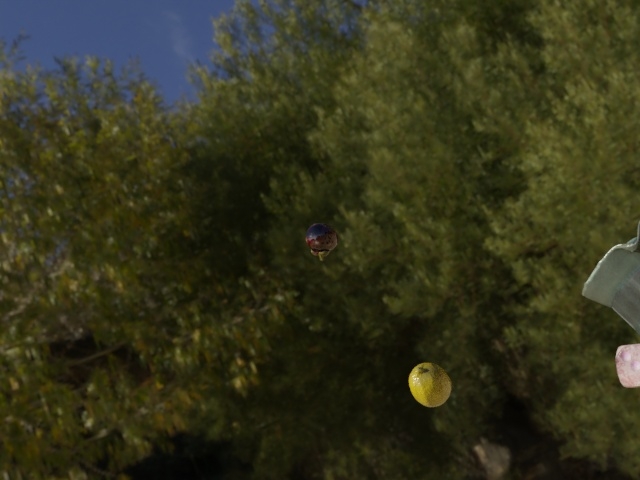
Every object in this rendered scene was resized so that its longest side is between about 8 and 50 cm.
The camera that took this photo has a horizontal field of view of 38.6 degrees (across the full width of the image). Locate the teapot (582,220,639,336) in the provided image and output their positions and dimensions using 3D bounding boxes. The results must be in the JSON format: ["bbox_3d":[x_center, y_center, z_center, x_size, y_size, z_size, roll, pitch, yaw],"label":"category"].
[{"bbox_3d":[0.404,0.084,0.955,0.171,0.225,0.203,-48,-25,10],"label":"teapot"}]

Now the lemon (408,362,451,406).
[{"bbox_3d":[0.218,0.287,1.824,0.082,0.082,0.111,-28,-45,6],"label":"lemon"}]

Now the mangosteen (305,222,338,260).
[{"bbox_3d":[0.001,-0.003,2.174,0.080,0.081,0.081,-22,-20,-9],"label":"mangosteen"}]

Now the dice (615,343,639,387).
[{"bbox_3d":[0.693,0.267,1.958,0.091,0.093,0.094,-13,-13,39],"label":"dice"}]
